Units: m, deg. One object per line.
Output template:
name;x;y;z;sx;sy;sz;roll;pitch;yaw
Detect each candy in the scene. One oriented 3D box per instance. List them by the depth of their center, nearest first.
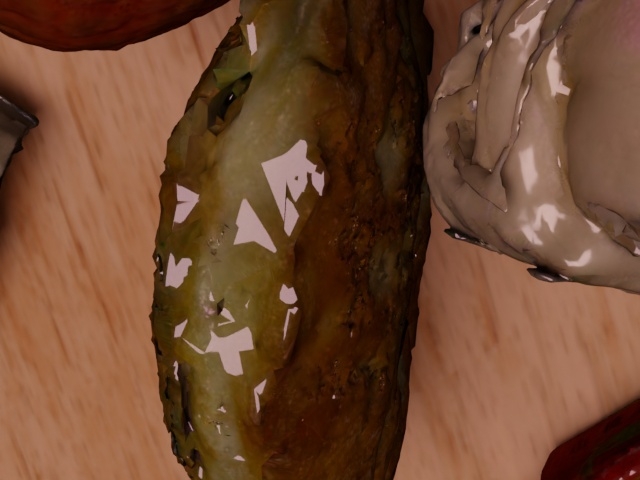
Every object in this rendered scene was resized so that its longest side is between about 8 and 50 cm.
candy;0.198;0.118;0.928;0.292;0.086;0.059;-35;100;24

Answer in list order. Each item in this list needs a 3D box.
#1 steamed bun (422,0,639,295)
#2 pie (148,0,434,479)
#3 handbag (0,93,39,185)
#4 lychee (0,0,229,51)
steamed bun;0.205;-0.065;0.773;0.268;0.280;0.207;23;98;31
pie;0.000;0.000;0.827;0.103;0.288;0.354;6;112;12
handbag;-0.325;-0.009;1.011;0.253;0.109;0.316;26;113;0
lychee;-0.129;-0.212;0.808;0.300;0.255;0.255;-13;111;-27
